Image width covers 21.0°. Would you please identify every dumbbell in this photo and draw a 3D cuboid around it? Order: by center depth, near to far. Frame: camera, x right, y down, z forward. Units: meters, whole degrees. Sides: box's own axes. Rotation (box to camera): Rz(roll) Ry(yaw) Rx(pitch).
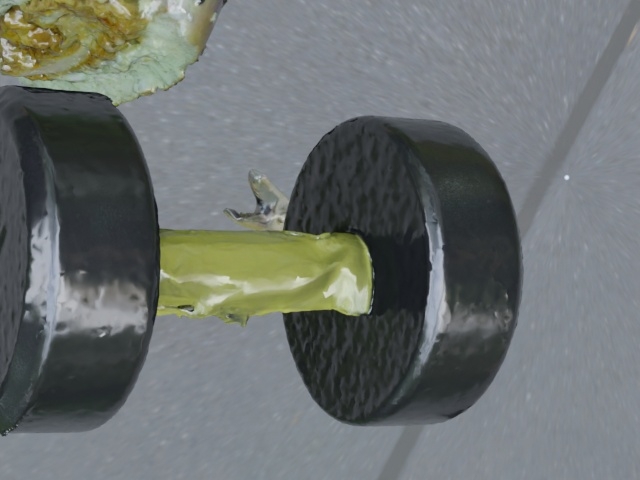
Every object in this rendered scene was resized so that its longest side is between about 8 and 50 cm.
[{"bbox_3d":[-0.058,0.017,1.060,0.322,0.203,0.204,2,93,-29],"label":"dumbbell"}]

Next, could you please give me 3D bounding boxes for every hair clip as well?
[{"bbox_3d":[-0.004,0.006,1.367,0.062,0.214,0.056,30,90,40],"label":"hair clip"}]

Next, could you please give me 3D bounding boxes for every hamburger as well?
[{"bbox_3d":[-0.217,-0.289,1.627,0.195,0.318,0.277,25,71,-35],"label":"hamburger"}]
